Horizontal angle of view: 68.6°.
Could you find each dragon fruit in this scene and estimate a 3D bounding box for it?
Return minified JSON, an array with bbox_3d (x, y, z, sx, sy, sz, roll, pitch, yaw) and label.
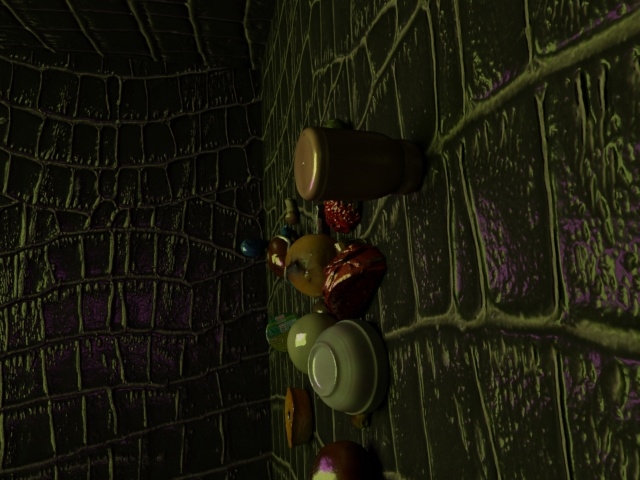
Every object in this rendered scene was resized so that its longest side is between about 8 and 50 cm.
[{"bbox_3d":[0.070,0.103,1.499,0.316,0.152,0.204,111,158,-44],"label":"dragon fruit"}]

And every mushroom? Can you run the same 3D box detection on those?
[{"bbox_3d":[-0.162,-0.168,2.584,0.209,0.071,0.084,-103,-13,-50],"label":"mushroom"}]

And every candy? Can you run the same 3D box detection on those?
[{"bbox_3d":[0.000,0.000,1.969,0.088,0.061,0.311,-172,82,-78],"label":"candy"}]

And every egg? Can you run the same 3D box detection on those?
[{"bbox_3d":[-0.014,0.379,1.726,0.219,0.219,0.269,-105,24,-45],"label":"egg"}]

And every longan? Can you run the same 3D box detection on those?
[{"bbox_3d":[0.017,0.279,1.850,0.113,0.092,0.113,-167,90,-78],"label":"longan"}]

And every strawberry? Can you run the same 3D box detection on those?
[{"bbox_3d":[0.062,-0.117,1.641,0.286,0.106,0.188,111,156,-56],"label":"strawberry"}]

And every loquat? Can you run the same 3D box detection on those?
[{"bbox_3d":[-0.012,0.087,1.694,0.235,0.235,0.234,180,90,-75],"label":"loquat"}]

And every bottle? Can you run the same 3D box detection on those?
[{"bbox_3d":[0.094,-0.189,1.146,0.206,0.297,0.172,-128,40,-60],"label":"bottle"}]

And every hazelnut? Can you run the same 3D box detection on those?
[{"bbox_3d":[0.067,0.756,1.452,0.217,0.217,0.251,-130,42,-68],"label":"hazelnut"}]

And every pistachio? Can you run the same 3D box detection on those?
[{"bbox_3d":[0.128,0.557,1.516,0.172,0.049,0.089,104,159,-45],"label":"pistachio"}]

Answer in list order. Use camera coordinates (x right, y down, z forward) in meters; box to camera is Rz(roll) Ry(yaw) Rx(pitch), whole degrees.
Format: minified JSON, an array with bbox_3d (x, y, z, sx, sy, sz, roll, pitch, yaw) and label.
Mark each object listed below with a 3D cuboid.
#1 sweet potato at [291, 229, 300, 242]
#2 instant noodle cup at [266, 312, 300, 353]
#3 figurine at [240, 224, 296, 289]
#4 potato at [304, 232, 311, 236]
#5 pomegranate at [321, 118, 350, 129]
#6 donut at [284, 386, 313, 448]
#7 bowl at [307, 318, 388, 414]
[{"bbox_3d":[-0.129,0.044,2.413,0.097,0.097,0.251,105,151,-45],"label":"sweet potato"},{"bbox_3d":[-0.186,0.501,2.470,0.232,0.207,0.206,111,155,-70],"label":"instant noodle cup"},{"bbox_3d":[-0.161,0.072,2.225,0.417,0.243,0.297,30,120,23],"label":"figurine"},{"bbox_3d":[-0.061,-0.002,2.245,0.051,0.040,0.083,-92,13,-45],"label":"potato"},{"bbox_3d":[0.055,-0.375,1.681,0.142,0.115,0.114,-36,-52,-77],"label":"pomegranate"},{"bbox_3d":[-0.110,0.872,2.332,0.303,0.110,0.302,179,90,-78],"label":"donut"},{"bbox_3d":[0.061,0.384,1.426,0.287,0.144,0.286,-12,75,56],"label":"bowl"}]
